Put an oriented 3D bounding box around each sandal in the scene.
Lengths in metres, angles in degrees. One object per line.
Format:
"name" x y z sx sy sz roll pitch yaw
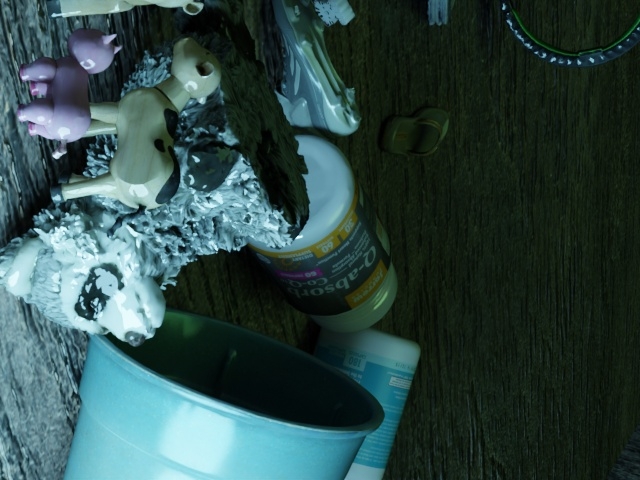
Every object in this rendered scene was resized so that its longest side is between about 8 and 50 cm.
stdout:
"sandal" 0.147 -0.153 2.384 0.180 0.049 0.072 -14 116 -60

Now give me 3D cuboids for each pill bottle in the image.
"pill bottle" 0.037 0.249 2.288 0.146 0.146 0.264 22 84 -63
"pill bottle" 0.000 0.000 2.068 0.162 0.162 0.278 -64 151 -20

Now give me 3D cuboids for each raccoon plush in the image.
"raccoon plush" -0.189 -0.101 1.718 0.216 0.299 0.446 51 24 -46

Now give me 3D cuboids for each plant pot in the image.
"plant pot" -0.146 0.284 1.804 0.341 0.341 0.334 0 113 -62

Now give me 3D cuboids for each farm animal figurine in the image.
"farm animal figurine" -0.162 -0.219 1.469 0.326 0.172 0.330 -84 170 -54

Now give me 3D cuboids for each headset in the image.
"headset" 0.379 -0.464 2.494 0.185 0.244 0.394 -69 148 -72

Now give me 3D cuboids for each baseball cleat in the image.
"baseball cleat" -0.031 -0.212 1.998 0.072 0.109 0.205 -38 106 -54

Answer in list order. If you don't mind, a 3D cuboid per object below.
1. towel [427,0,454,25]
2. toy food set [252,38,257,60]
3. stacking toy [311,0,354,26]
"towel" 0.204 -0.452 2.279 0.209 0.034 0.285 65 44 -82
"toy food set" -0.120 -0.195 1.895 0.122 0.019 0.077 -28 128 -45
"stacking toy" 0.026 -0.384 1.943 0.167 0.052 0.221 -43 117 -24
